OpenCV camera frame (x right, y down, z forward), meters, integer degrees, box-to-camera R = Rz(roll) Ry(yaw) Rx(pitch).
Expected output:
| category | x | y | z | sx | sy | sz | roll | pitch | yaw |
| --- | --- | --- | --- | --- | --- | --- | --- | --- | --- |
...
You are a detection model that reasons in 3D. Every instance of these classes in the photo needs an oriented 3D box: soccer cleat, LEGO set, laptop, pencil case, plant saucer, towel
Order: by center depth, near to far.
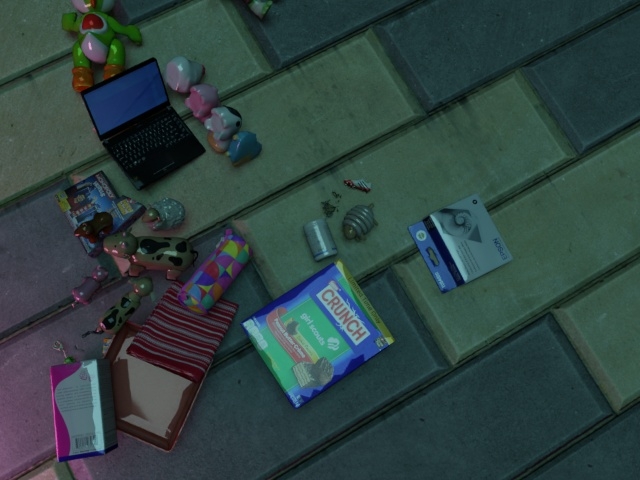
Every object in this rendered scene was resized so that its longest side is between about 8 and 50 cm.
| category | x | y | z | sx | sy | sz | roll | pitch | yaw |
| --- | --- | --- | --- | --- | --- | --- | --- | --- | --- |
| plant saucer | -0.440 | 0.366 | 1.566 | 0.259 | 0.047 | 0.258 | 23 | 79 | 1 |
| towel | -0.348 | 0.225 | 1.583 | 0.199 | 0.031 | 0.274 | 22 | 42 | 1 |
| pencil case | -0.278 | 0.085 | 1.626 | 0.105 | 0.104 | 0.236 | 30 | 57 | 3 |
| laptop | -0.472 | -0.316 | 1.671 | 0.234 | 0.136 | 0.264 | -36 | 87 | -26 |
| LEGO set | 0.031 | -0.099 | 1.758 | 0.054 | 0.023 | 0.083 | 44 | 66 | 3 |
| soccer cleat | 0.107 | -0.165 | 1.771 | 0.083 | 0.029 | 0.035 | 18 | 69 | -3 |

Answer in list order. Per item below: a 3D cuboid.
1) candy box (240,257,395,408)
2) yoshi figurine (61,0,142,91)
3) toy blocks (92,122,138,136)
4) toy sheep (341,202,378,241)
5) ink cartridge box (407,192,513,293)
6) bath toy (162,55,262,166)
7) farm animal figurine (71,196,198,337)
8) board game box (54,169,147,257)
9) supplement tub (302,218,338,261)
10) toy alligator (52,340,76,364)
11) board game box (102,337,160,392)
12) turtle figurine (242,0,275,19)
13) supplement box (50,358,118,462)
| category | x | y | z | sx | sy | sz | roll | pitch | yaw |
| --- | --- | --- | --- | --- | --- | --- | --- | --- | --- |
| candy box | -0.007 | 0.247 | 1.629 | 0.317 | 0.122 | 0.268 | -33 | 82 | -11 |
| yoshi figurine | -0.640 | -0.610 | 1.769 | 0.203 | 0.204 | 0.361 | -2 | 93 | 36 |
| toy blocks | -0.565 | -0.360 | 1.753 | 0.123 | 0.054 | 0.148 | 19 | 78 | 0 |
| toy sheep | 0.110 | -0.054 | 1.721 | 0.091 | 0.091 | 0.132 | 36 | 65 | 4 |
| ink cartridge box | 0.396 | 0.006 | 1.744 | 0.224 | 0.045 | 0.223 | -26 | 81 | -8 |
| bath toy | -0.307 | -0.373 | 1.739 | 0.348 | 0.151 | 0.129 | 52 | 42 | 10 |
| farm animal figurine | -0.461 | 0.054 | 1.543 | 0.327 | 0.172 | 0.330 | -11 | 76 | -29 |
| board game box | -0.591 | -0.084 | 1.692 | 0.194 | 0.060 | 0.194 | -30 | 82 | -10 |
| supplement tub | 0.000 | 0.000 | 1.707 | 0.071 | 0.071 | 0.107 | -19 | 80 | -7 |
| toy alligator | -0.638 | 0.343 | 1.607 | 0.056 | 0.051 | 0.189 | -35 | 72 | -17 |
| board game box | -0.486 | 0.329 | 1.619 | 0.171 | 0.048 | 0.140 | 1 | 77 | -3 |
| turtle figurine | -0.229 | -0.794 | 1.775 | 0.266 | 0.197 | 0.274 | 33 | 120 | -14 |
| supplement box | -0.564 | 0.400 | 1.472 | 0.111 | 0.114 | 0.219 | -8 | 81 | -4 |
